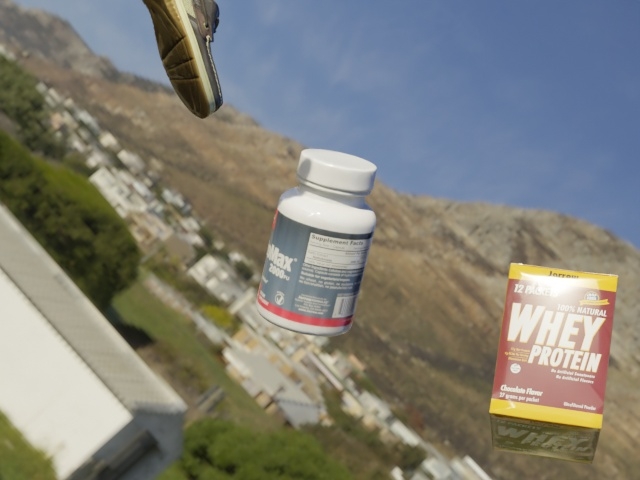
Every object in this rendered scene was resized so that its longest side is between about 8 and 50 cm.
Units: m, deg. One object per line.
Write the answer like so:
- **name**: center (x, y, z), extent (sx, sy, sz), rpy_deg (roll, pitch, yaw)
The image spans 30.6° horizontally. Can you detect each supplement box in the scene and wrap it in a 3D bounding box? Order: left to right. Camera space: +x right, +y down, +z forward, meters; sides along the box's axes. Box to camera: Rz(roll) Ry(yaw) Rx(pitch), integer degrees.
- **supplement box**: center (0.286, 0.156, 1.445), extent (0.129, 0.191, 0.194), rpy_deg (7, -22, 12)

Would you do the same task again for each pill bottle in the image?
- **pill bottle**: center (0.000, 0.000, 1.234), extent (0.108, 0.180, 0.108), rpy_deg (12, 15, -3)

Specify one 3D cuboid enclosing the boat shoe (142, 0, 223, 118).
- **boat shoe**: center (-0.100, -0.170, 0.887), extent (0.056, 0.049, 0.152), rpy_deg (1, -68, 57)
